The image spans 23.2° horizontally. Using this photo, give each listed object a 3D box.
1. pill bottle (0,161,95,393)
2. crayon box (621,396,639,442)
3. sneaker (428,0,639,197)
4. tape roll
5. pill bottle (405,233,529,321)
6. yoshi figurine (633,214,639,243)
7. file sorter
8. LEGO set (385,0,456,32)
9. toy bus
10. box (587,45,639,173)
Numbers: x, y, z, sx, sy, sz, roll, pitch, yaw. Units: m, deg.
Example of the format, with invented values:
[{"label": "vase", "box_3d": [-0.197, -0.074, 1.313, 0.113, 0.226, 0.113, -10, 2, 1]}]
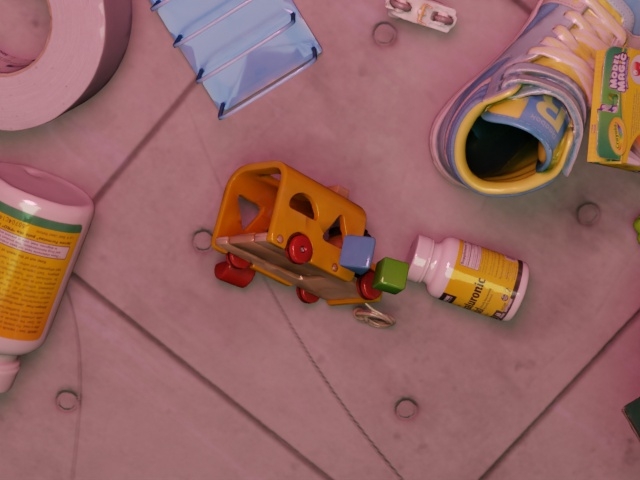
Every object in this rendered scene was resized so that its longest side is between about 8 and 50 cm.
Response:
[{"label": "pill bottle", "box_3d": [-0.309, 0.039, 1.523, 0.117, 0.117, 0.208, 21, 103, -6]}, {"label": "crayon box", "box_3d": [0.504, 0.215, 1.514, 0.313, 0.106, 0.363, -31, 131, 7]}, {"label": "sneaker", "box_3d": [0.234, -0.158, 1.438, 0.127, 0.208, 0.319, 38, 100, -7]}, {"label": "tape roll", "box_3d": [-0.290, -0.216, 1.455, 0.219, 0.072, 0.219, 5, 109, 13]}, {"label": "pill bottle", "box_3d": [0.144, 0.034, 1.558, 0.116, 0.065, 0.065, 19, 103, -5]}, {"label": "yoshi figurine", "box_3d": [0.403, -0.014, 1.499, 0.203, 0.203, 0.362, 6, 107, 14]}, {"label": "file sorter", "box_3d": [-0.091, -0.216, 1.471, 0.118, 0.104, 0.170, -31, 102, 6]}, {"label": "LEGO set", "box_3d": [0.115, -0.348, 1.464, 0.132, 0.107, 0.287, 20, 100, -41]}, {"label": "toy bus", "box_3d": [-0.004, -0.005, 1.522, 0.191, 0.202, 0.104, 13, 73, 3]}, {"label": "box", "box_3d": [0.299, -0.111, 1.403, 0.179, 0.043, 0.105, 8, 87, -44]}]
